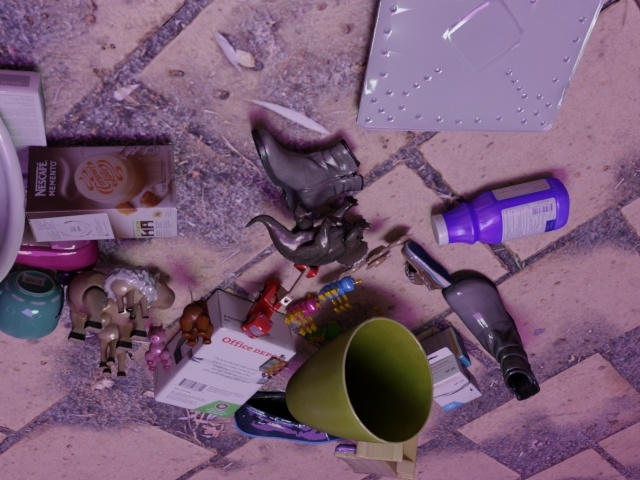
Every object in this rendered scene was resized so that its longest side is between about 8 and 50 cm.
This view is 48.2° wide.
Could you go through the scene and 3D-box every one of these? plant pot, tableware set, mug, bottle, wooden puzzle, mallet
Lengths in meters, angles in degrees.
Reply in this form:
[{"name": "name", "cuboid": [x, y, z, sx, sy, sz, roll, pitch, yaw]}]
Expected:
[{"name": "plant pot", "cuboid": [0.061, 0.340, 1.650, 0.275, 0.275, 0.293, 25, 148, -32]}, {"name": "tableware set", "cuboid": [0.120, 0.037, 1.547, 0.169, 0.020, 0.141, -20, 164, -47]}, {"name": "mug", "cuboid": [-0.590, 0.123, 1.424, 0.158, 0.129, 0.097, -26, 148, -59]}, {"name": "bottle", "cuboid": [0.381, -0.052, 1.525, 0.283, 0.092, 0.118, -13, 134, 0]}, {"name": "wooden puzzle", "cuboid": [-0.106, 0.288, 1.625, 0.083, 0.006, 0.049, -39, 134, 22]}, {"name": "mallet", "cuboid": [-0.574, 0.029, 1.425, 0.190, 0.062, 0.039, 26, 122, -15]}]

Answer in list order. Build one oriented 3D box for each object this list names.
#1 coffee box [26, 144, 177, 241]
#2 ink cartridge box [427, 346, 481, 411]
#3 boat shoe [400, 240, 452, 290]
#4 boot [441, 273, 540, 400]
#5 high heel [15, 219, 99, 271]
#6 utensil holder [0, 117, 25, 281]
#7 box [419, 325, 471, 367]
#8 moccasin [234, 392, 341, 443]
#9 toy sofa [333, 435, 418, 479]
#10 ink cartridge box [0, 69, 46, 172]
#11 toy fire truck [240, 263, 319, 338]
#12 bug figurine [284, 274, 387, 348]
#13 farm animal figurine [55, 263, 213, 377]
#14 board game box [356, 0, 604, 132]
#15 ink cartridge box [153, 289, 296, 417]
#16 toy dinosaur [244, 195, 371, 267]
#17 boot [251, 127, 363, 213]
[{"name": "coffee box", "cuboid": [-0.382, -0.084, 1.268, 0.246, 0.141, 0.098, -3, 150, -13]}, {"name": "ink cartridge box", "cuboid": [0.312, 0.345, 1.768, 0.104, 0.060, 0.180, -30, 134, 16]}, {"name": "boat shoe", "cuboid": [0.229, 0.069, 1.623, 0.066, 0.066, 0.183, -34, 131, 20]}, {"name": "boot", "cuboid": [0.427, 0.236, 1.718, 0.118, 0.222, 0.338, -35, 131, 20]}, {"name": "high heel", "cuboid": [-0.617, 0.017, 1.340, 0.377, 0.127, 0.181, -2, 138, -7]}, {"name": "utensil holder", "cuboid": [-0.703, -0.065, 1.062, 0.385, 0.327, 0.327, -4, 135, 10]}, {"name": "box", "cuboid": [0.260, 0.326, 1.851, 0.244, 0.100, 0.060, -30, 133, 16]}, {"name": "moccasin", "cuboid": [-0.052, 0.462, 1.885, 0.342, 0.137, 0.117, 0, 129, -14]}, {"name": "toy sofa", "cuboid": [0.158, 0.538, 1.923, 0.177, 0.150, 0.362, 2, 155, 15]}, {"name": "ink cartridge box", "cuboid": [-0.559, -0.199, 1.210, 0.181, 0.056, 0.224, 1, 151, -14]}, {"name": "toy fire truck", "cuboid": [-0.087, 0.119, 1.544, 0.047, 0.192, 0.135, 43, 142, -20]}, {"name": "bug figurine", "cuboid": [0.038, 0.175, 1.676, 0.216, 0.072, 0.279, -22, 139, 16]}, {"name": "farm animal figurine", "cuboid": [-0.396, 0.144, 1.476, 0.330, 0.172, 0.327, -21, 148, 25]}, {"name": "board game box", "cuboid": [0.276, -0.364, 1.234, 0.390, 0.050, 0.390, -1, 133, -12]}, {"name": "ink cartridge box", "cuboid": [-0.226, 0.272, 1.670, 0.211, 0.121, 0.289, 25, 123, -33]}, {"name": "toy dinosaur", "cuboid": [0.000, 0.000, 1.400, 0.313, 0.121, 0.160, -10, 139, -36]}, {"name": "boot", "cuboid": [-0.019, -0.155, 1.355, 0.161, 0.083, 0.246, -27, 141, 6]}]
